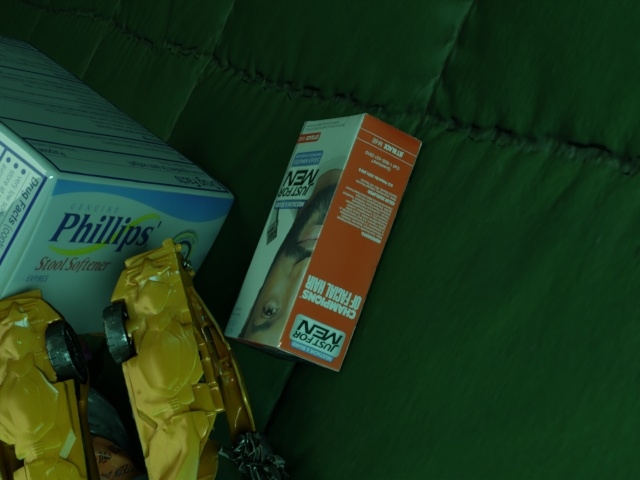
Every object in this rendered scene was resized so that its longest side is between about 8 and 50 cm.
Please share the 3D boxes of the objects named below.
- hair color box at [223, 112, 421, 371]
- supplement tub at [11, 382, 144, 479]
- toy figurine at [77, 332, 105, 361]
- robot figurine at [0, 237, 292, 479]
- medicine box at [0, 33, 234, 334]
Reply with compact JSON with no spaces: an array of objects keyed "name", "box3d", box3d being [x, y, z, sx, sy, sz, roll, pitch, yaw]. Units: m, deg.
[{"name":"hair color box","box3d":[0.000,0.000,0.882,0.093,0.053,0.167,2,70,62]},{"name":"supplement tub","box3d":[-0.290,0.162,1.042,0.338,0.207,0.207,31,96,43]},{"name":"toy figurine","box3d":[-0.244,0.072,1.260,0.173,0.130,0.159,21,100,41]},{"name":"robot figurine","box3d":[-0.123,0.149,0.834,0.211,0.085,0.291,-18,60,2]},{"name":"medicine box","box3d":[-0.266,-0.058,1.063,0.289,0.263,0.149,36,104,21]}]
